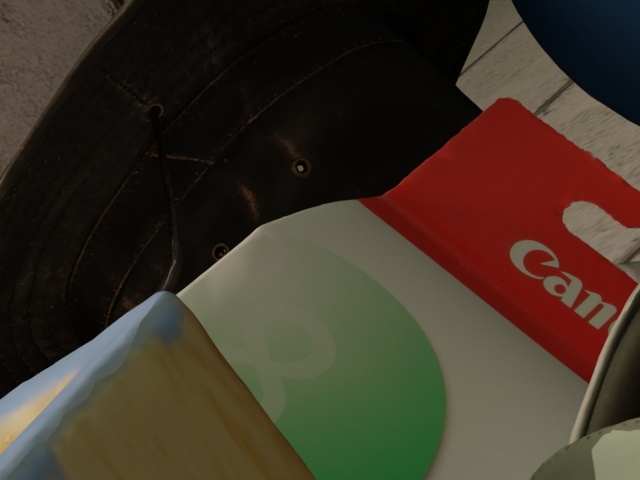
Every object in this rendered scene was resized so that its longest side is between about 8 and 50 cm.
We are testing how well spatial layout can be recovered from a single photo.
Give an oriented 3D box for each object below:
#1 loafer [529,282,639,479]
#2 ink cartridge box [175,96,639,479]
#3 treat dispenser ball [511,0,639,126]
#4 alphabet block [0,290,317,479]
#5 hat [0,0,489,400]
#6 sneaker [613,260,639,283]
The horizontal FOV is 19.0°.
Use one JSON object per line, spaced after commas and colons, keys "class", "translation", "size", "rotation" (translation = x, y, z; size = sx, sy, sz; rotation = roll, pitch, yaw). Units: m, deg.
{"class": "loafer", "translation": [0.086, 0.100, 0.459], "size": [0.112, 0.111, 0.319], "rotation": [-34, 8, 21]}
{"class": "ink cartridge box", "translation": [0.062, 0.045, 0.657], "size": [0.224, 0.181, 0.056], "rotation": [-41, -22, -25]}
{"class": "treat dispenser ball", "translation": [0.218, -0.181, 0.899], "size": [0.288, 0.288, 0.288], "rotation": [-36, 8, 6]}
{"class": "alphabet block", "translation": [-0.076, 0.166, 0.472], "size": [0.193, 0.197, 0.192], "rotation": [-33, 9, 28]}
{"class": "hat", "translation": [0.000, 0.000, 0.819], "size": [0.331, 0.134, 0.331], "rotation": [-36, -33, -27]}
{"class": "sneaker", "translation": [0.022, 0.083, 0.707], "size": [0.305, 0.152, 0.114], "rotation": [-39, 5, -24]}
